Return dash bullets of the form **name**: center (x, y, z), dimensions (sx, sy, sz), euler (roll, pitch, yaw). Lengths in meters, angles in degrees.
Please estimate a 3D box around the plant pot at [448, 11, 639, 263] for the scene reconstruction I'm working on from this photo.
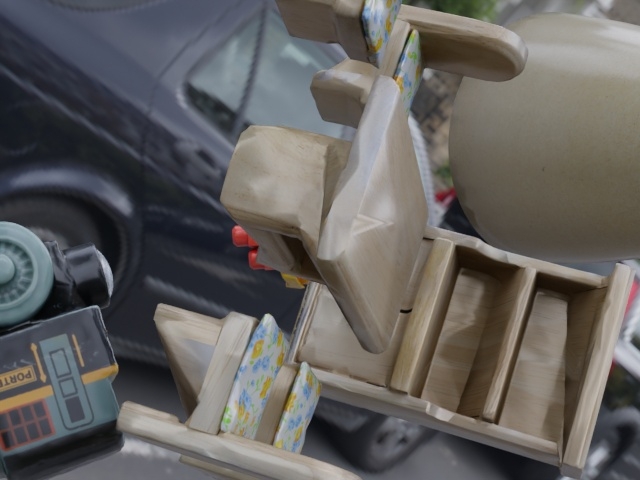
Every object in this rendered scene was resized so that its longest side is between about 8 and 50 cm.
- **plant pot**: center (0.302, -0.089, 1.140), dimensions (0.256, 0.256, 0.274), euler (38, -13, -28)

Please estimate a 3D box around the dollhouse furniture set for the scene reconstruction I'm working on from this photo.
- **dollhouse furniture set**: center (0.086, 0.028, 0.878), dimensions (0.256, 0.362, 0.394), euler (14, -16, 14)

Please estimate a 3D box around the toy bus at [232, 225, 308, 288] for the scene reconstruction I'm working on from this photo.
- **toy bus**: center (0.000, 0.000, 1.489), dimensions (0.211, 0.149, 0.220), euler (-2, -1, -5)

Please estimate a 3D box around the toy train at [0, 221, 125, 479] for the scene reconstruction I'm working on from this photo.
- **toy train**: center (-0.299, 0.110, 0.896), dimensions (0.142, 0.334, 0.190), euler (136, -65, -70)
